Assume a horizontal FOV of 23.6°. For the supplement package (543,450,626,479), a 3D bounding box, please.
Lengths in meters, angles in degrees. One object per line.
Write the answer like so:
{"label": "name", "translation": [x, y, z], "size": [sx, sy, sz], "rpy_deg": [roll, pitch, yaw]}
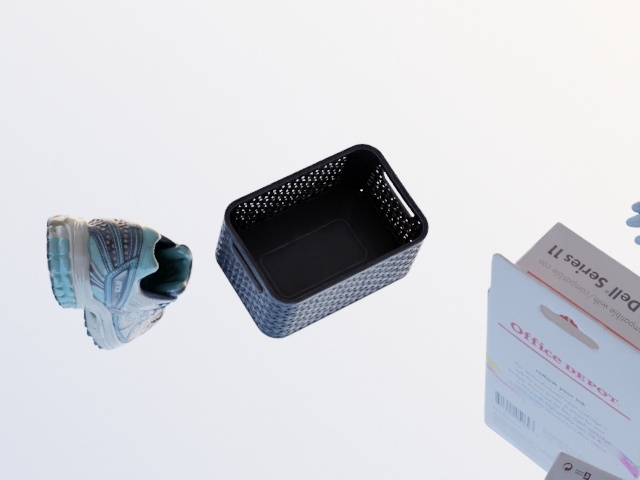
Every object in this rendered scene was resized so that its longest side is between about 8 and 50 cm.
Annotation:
{"label": "supplement package", "translation": [0.241, 0.311, 1.202], "size": [0.203, 0.194, 0.149], "rpy_deg": [-59, -34, -13]}

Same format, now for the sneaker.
{"label": "sneaker", "translation": [-0.184, 0.047, 1.560], "size": [0.283, 0.122, 0.110], "rpy_deg": [57, -150, -76]}

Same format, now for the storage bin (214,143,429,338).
{"label": "storage bin", "translation": [0.000, 0.000, 1.496], "size": [0.180, 0.084, 0.122], "rpy_deg": [-26, -110, -22]}

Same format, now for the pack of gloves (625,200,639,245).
{"label": "pack of gloves", "translation": [0.425, 0.027, 1.593], "size": [0.046, 0.232, 0.195], "rpy_deg": [9, -100, -63]}

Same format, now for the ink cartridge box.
{"label": "ink cartridge box", "translation": [0.279, 0.125, 1.559], "size": [0.207, 0.353, 0.119], "rpy_deg": [37, -114, 25]}
